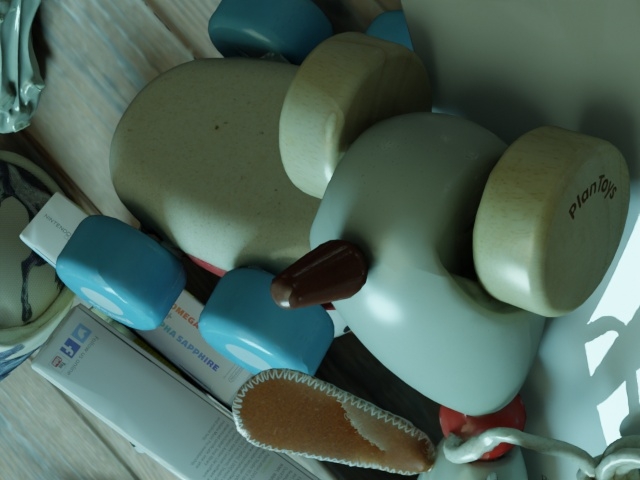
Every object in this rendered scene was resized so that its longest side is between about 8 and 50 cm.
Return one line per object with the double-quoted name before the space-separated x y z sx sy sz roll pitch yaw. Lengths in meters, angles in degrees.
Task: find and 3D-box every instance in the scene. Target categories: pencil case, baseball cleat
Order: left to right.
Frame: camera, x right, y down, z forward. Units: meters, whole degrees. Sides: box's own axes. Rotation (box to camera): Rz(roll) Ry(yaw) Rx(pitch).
"pencil case" -0.339 0.059 1.418 0.410 0.160 0.183 -34 82 51
"baseball cleat" -0.241 -0.170 1.220 0.109 0.072 0.206 38 136 25

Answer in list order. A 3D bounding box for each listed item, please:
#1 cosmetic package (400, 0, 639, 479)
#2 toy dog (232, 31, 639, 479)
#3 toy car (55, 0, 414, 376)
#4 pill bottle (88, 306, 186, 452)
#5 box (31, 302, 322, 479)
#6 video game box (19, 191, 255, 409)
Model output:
"cosmetic package" 0.204 0.017 0.876 0.217 0.156 0.385 9 124 39
"toy dog" 0.047 0.072 0.822 0.220 0.161 0.333 5 122 48
"toy car" 0.000 0.000 1.065 0.210 0.219 0.238 18 160 32
"pill bottle" -0.150 0.103 1.348 0.116 0.065 0.065 54 141 -4
"box" -0.039 0.169 1.182 0.322 0.058 0.232 37 173 6
"video game box" -0.102 0.061 1.207 0.187 0.048 0.205 35 173 15
